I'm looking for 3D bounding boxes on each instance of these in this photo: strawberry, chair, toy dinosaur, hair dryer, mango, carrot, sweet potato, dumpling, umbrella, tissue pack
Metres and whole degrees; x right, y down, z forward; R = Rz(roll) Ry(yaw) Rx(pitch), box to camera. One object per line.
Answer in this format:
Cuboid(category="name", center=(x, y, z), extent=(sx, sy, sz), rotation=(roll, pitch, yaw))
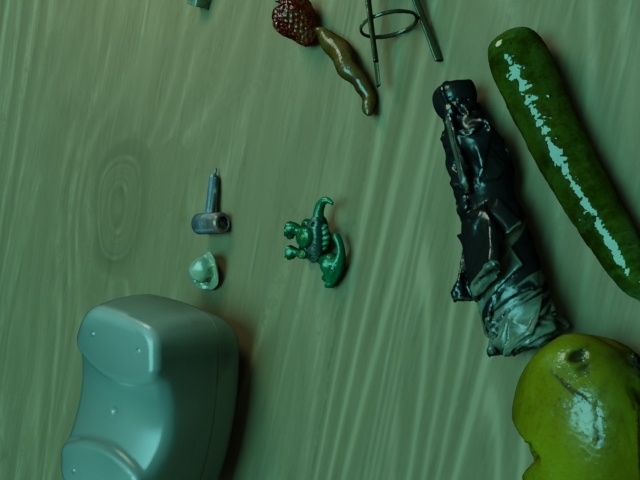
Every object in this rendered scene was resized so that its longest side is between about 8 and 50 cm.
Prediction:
Cuboid(category="strawberry", center=(-0.036, -0.329, 1.394), extent=(0.073, 0.073, 0.083), rotation=(-29, 83, 41))
Cuboid(category="chair", center=(0.082, -0.329, 1.257), extent=(0.095, 0.104, 0.221), rotation=(-23, 73, 61))
Cuboid(category="toy dinosaur", center=(0.000, 0.000, 1.349), extent=(0.096, 0.059, 0.132), rotation=(16, 107, 37))
Cuboid(category="hair dryer", center=(-0.179, -0.067, 1.549), extent=(0.063, 0.037, 0.114), rotation=(-2, 79, 44))
Cuboid(category="mango", center=(0.284, 0.229, 0.989), extent=(0.167, 0.130, 0.262), rotation=(-4, 89, 50))
Cuboid(category="carrot", center=(0.285, -0.089, 1.050), extent=(0.074, 0.074, 0.358), rotation=(-38, 65, 38))
Cuboid(category="sweet potato", center=(0.037, -0.252, 1.330), extent=(0.044, 0.044, 0.179), rotation=(-50, 56, 31))
Cuboid(category="dumpling", center=(-0.192, 0.055, 1.549), extent=(0.077, 0.043, 0.059), rotation=(-41, 76, 18))
Cuboid(category="umbrella", center=(0.192, -0.033, 1.114), extent=(0.113, 0.106, 0.357), rotation=(-40, 58, 55))
Cuboid(category="tissue pack", center=(-0.255, 0.258, 1.473), extent=(0.229, 0.236, 0.333), rotation=(14, 98, 36))

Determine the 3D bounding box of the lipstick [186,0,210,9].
Cuboid(category="lipstick", center=(-0.196, -0.466, 1.590), extent=(0.030, 0.030, 0.129), rotation=(29, 108, 43))
